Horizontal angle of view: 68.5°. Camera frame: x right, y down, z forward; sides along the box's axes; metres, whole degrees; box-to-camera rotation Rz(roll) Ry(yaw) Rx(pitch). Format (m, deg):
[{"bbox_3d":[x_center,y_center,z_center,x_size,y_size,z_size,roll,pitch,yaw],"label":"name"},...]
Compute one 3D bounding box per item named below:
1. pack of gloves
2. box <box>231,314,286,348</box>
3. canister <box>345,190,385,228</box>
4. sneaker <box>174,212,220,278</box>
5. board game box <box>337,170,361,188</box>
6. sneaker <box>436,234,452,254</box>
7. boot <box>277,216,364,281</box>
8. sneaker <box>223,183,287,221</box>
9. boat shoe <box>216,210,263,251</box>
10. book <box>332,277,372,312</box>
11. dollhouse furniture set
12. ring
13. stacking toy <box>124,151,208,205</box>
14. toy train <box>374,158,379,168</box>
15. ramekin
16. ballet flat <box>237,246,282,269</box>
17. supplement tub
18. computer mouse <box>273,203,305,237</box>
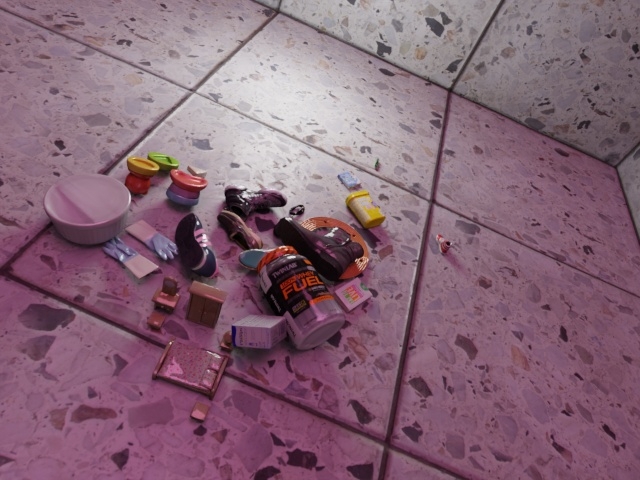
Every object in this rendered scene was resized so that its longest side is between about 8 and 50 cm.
[{"bbox_3d":[-0.642,0.039,1.685,0.232,0.046,0.195,33,46,20],"label":"pack of gloves"},{"bbox_3d":[-0.197,0.293,1.519,0.137,0.072,0.126,0,6,20],"label":"box"},{"bbox_3d":[0.210,-0.144,2.187,0.126,0.073,0.170,-16,59,-33],"label":"canister"},{"bbox_3d":[-0.453,0.026,1.744,0.131,0.112,0.319,47,11,-43],"label":"sneaker"},{"bbox_3d":[0.145,-0.303,2.339,0.090,0.020,0.090,-21,62,-36],"label":"board game box"},{"bbox_3d":[0.585,0.003,2.220,0.042,0.067,0.118,9,47,-17],"label":"sneaker"},{"bbox_3d":[0.000,0.000,1.911,0.338,0.118,0.223,44,44,3],"label":"boot"},{"bbox_3d":[-0.274,-0.145,1.963,0.269,0.101,0.153,8,48,-9],"label":"sneaker"},{"bbox_3d":[-0.328,-0.032,1.847,0.223,0.080,0.073,40,41,7],"label":"boat shoe"},{"bbox_3d":[0.127,0.216,1.859,0.144,0.035,0.096,-27,69,-40],"label":"book"},{"bbox_3d":[-0.423,0.313,1.429,0.303,0.173,0.355,20,45,-5],"label":"dollhouse furniture set"},{"bbox_3d":[0.044,0.032,1.987,0.337,0.032,0.336,12,47,-13],"label":"ring"},{"bbox_3d":[-0.623,-0.240,1.925,0.309,0.130,0.279,21,19,-8],"label":"stacking toy"},{"bbox_3d":[0.299,-0.409,2.499,0.017,0.023,0.083,18,45,4],"label":"toy train"},{"bbox_3d":[-0.813,-0.104,1.655,0.273,0.127,0.272,10,45,-10],"label":"ramekin"},{"bbox_3d":[-0.207,0.075,1.807,0.241,0.077,0.091,-3,74,-27],"label":"ballet flat"},{"bbox_3d":[-0.080,0.196,1.660,0.207,0.207,0.338,-16,58,-34],"label":"supplement tub"},{"bbox_3d":[-0.128,-0.093,2.016,0.071,0.041,0.242,29,44,4],"label":"computer mouse"}]
